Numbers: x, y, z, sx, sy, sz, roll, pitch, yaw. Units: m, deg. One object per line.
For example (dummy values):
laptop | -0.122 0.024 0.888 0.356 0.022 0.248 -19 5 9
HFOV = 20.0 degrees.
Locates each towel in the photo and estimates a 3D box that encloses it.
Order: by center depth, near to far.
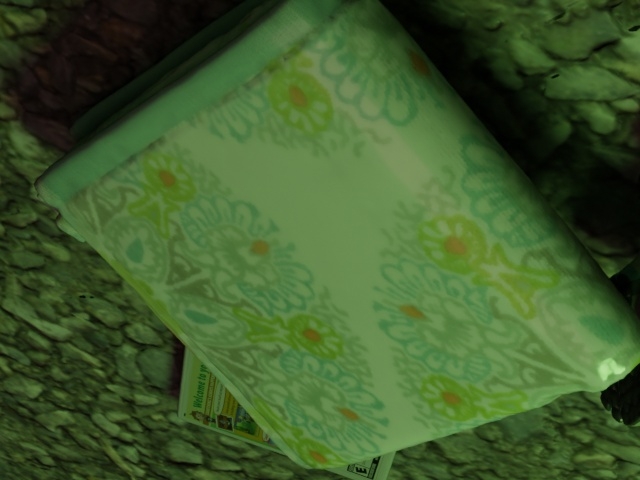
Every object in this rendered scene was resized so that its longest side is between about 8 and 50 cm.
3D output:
towel | 0.000 0.000 1.223 0.320 0.090 0.374 46 145 -13

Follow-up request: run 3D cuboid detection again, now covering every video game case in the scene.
video game case | -0.021 0.120 1.500 0.193 0.023 0.212 19 146 4

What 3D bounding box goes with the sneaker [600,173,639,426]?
sneaker | 0.265 -0.004 1.137 0.122 0.110 0.283 -5 137 -25
